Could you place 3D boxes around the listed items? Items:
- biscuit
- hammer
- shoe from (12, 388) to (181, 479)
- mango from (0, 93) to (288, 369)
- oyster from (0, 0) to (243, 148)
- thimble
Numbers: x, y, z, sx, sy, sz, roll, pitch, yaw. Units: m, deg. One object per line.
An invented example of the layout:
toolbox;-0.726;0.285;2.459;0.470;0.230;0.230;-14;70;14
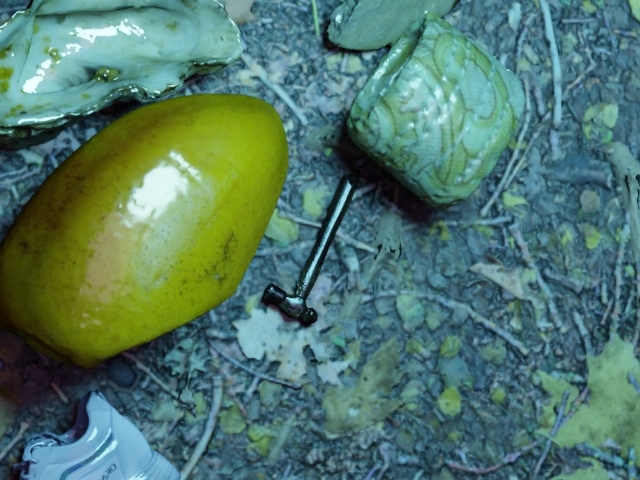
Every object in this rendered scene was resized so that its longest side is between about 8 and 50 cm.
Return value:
biscuit;0.113;-0.301;1.658;0.133;0.032;0.250;19;107;-39
hammer;0.000;0.000;1.652;0.065;0.021;0.178;27;80;-15
shoe;-0.266;0.260;1.522;0.245;0.095;0.138;-36;95;-20
mango;-0.165;-0.015;1.515;0.201;0.199;0.350;38;77;25
oyster;-0.250;-0.173;1.531;0.341;0.110;0.166;-35;103;-19
thimble;0.127;-0.143;1.639;0.143;0.137;0.190;39;67;-14
